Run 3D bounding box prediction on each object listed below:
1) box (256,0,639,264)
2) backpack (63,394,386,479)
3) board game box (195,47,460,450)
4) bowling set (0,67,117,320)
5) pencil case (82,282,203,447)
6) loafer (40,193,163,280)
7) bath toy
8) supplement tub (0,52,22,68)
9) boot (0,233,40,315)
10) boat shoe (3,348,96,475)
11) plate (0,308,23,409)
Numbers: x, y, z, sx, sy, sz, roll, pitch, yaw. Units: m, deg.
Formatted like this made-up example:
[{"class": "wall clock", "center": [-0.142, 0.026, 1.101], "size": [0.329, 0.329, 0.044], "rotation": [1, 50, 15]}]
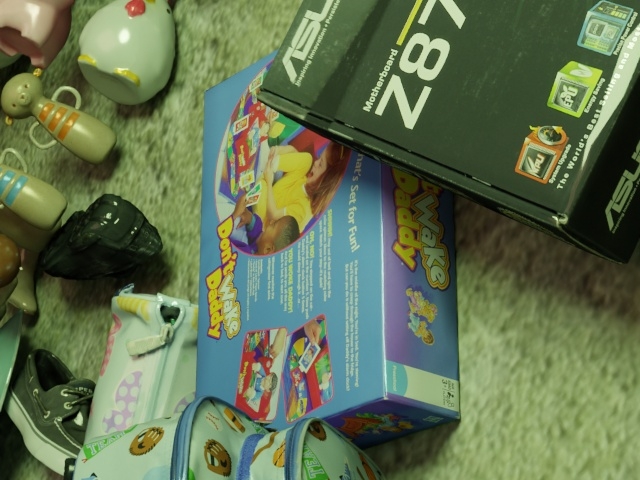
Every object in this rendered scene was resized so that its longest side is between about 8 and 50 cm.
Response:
[{"class": "box", "center": [0.163, -0.217, 1.161], "size": [0.318, 0.097, 0.395], "rotation": [28, 91, 46]}, {"class": "backpack", "center": [-0.060, 0.240, 1.166], "size": [0.213, 0.263, 0.276], "rotation": [-30, 51, 21]}, {"class": "board game box", "center": [0.000, 0.000, 1.348], "size": [0.233, 0.078, 0.347], "rotation": [-24, 57, 44]}, {"class": "bowling set", "center": [-0.339, -0.035, 1.632], "size": [0.287, 0.154, 0.200], "rotation": [-57, 4, 5]}, {"class": "pencil case", "center": [-0.150, 0.180, 1.427], "size": [0.124, 0.113, 0.273], "rotation": [165, 118, -73]}, {"class": "loafer", "center": [-0.216, 0.010, 1.620], "size": [0.076, 0.078, 0.223], "rotation": [-60, 16, -20]}, {"class": "bath toy", "center": [-0.297, -0.262, 1.678], "size": [0.151, 0.348, 0.129], "rotation": [102, -166, -69]}, {"class": "supplement tub", "center": [-0.389, -0.340, 1.861], "size": [0.325, 0.235, 0.235], "rotation": [-50, 41, 25]}, {"class": "boot", "center": [-0.316, 0.019, 1.776], "size": [0.118, 0.042, 0.087], "rotation": [36, 95, 44]}, {"class": "boat shoe", "center": [-0.239, 0.165, 1.587], "size": [0.228, 0.080, 0.076], "rotation": [34, 103, 60]}, {"class": "plate", "center": [-0.342, 0.158, 1.698], "size": [0.188, 0.024, 0.188], "rotation": [-164, 90, -76]}]
